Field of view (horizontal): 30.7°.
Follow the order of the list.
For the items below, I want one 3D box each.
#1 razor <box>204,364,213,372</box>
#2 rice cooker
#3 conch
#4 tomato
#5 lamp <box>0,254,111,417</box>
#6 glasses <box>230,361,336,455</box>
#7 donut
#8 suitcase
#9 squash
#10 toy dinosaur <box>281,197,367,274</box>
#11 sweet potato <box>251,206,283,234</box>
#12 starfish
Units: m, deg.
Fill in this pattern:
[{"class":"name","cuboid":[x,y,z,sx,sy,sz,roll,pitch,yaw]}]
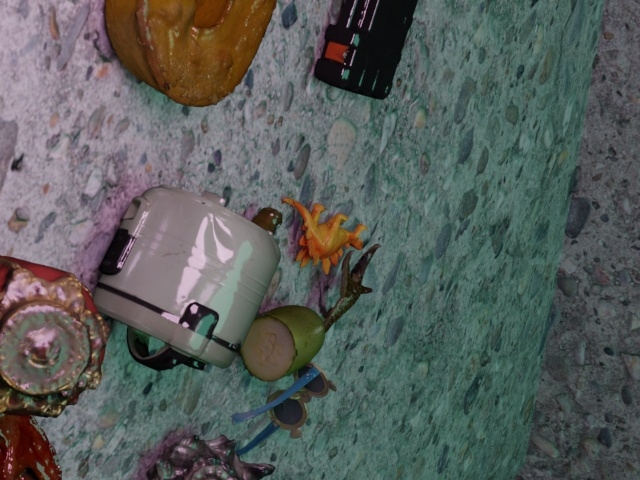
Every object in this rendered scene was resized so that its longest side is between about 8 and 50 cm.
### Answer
[{"class":"razor","cuboid":[-0.162,0.154,1.894,0.068,0.040,0.135,-5,119,-61]},{"class":"rice cooker","cuboid":[-0.187,0.057,1.575,0.244,0.226,0.226,-68,154,-6]},{"class":"conch","cuboid":[-0.212,0.444,1.870,0.313,0.186,0.241,-43,120,-12]},{"class":"tomato","cuboid":[-0.416,0.315,1.413,0.228,0.101,0.228,43,38,-48]},{"class":"lamp","cuboid":[-0.333,0.098,1.252,0.177,0.274,0.177,-3,96,-27]},{"class":"glasses","cuboid":[-0.102,0.296,2.059,0.220,0.088,0.190,-11,147,-40]},{"class":"donut","cuboid":[-0.162,-0.310,1.454,0.277,0.108,0.278,-43,145,-41]},{"class":"suitcase","cuboid":[0.093,-0.385,1.943,0.206,0.066,0.286,1,108,-64]},{"class":"squash","cuboid":[-0.056,0.171,2.021,0.186,0.123,0.123,-15,122,-65]},{"class":"toy dinosaur","cuboid":[0.000,0.000,2.057,0.288,0.070,0.117,20,92,-60]},{"class":"sweet potato","cuboid":[-0.137,0.056,1.792,0.286,0.085,0.112,-47,173,-37]},{"class":"starfish","cuboid":[0.049,0.097,2.165,0.213,0.057,0.238,-54,169,-23]}]
